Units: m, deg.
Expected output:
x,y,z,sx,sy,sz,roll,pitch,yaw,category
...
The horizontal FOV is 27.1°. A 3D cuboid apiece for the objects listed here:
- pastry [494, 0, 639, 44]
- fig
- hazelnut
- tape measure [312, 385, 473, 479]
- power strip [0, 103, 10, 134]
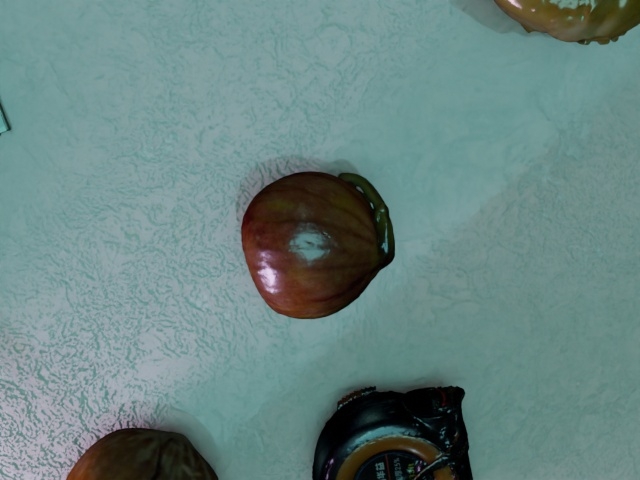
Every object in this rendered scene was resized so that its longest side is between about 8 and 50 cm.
x,y,z,sx,sy,sz,roll,pitch,yaw,category
0.323,-0.394,1.649,0.285,0.184,0.315,27,85,-4,pastry
-0.001,0.001,1.684,0.205,0.205,0.205,-1,100,-5,fig
-0.235,0.353,1.739,0.212,0.181,0.180,30,117,0,hazelnut
0.098,0.302,1.786,0.223,0.135,0.202,-12,111,-1,tape measure
-0.442,-0.192,1.698,0.051,0.019,0.136,-18,102,0,power strip
